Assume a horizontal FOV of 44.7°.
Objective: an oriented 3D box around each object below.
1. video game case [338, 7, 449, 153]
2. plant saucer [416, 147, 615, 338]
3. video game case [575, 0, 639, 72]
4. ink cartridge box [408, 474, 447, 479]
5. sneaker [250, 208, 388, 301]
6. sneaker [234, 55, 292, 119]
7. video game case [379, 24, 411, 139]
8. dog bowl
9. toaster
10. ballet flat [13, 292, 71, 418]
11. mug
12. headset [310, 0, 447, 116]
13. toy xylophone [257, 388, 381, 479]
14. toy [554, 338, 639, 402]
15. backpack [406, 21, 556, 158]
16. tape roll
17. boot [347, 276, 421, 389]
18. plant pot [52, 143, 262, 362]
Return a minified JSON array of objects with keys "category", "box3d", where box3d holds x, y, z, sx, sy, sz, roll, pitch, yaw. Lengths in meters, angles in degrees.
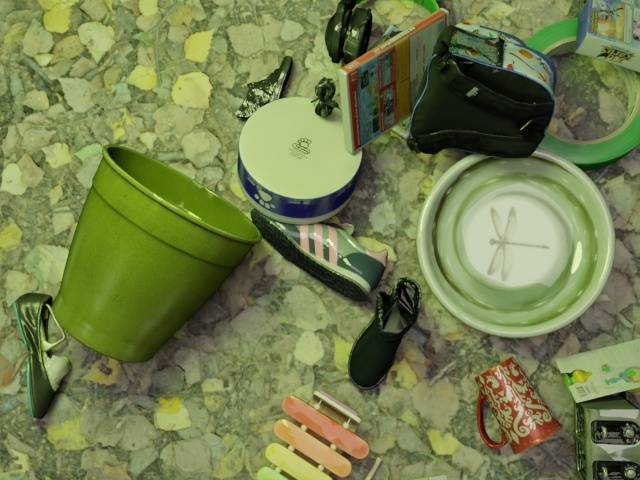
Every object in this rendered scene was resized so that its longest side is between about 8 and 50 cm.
[{"category":"video game case","box3d":[0.155,-0.325,1.588,0.285,0.204,0.025,-35,53,-23]},{"category":"plant saucer","box3d":[0.402,0.004,1.630,0.400,0.100,0.401,-1,82,7]},{"category":"video game case","box3d":[0.663,-0.464,1.620,0.244,0.061,0.270,17,57,-1]},{"category":"ink cartridge box","box3d":[0.180,0.549,1.581,0.180,0.060,0.104,-12,102,5]},{"category":"sneaker","box3d":[0.000,0.000,1.688,0.319,0.112,0.131,35,66,10]},{"category":"sneaker","box3d":[-0.127,-0.348,1.764,0.089,0.051,0.170,18,87,4]},{"category":"video game case","box3d":[0.175,-0.355,1.747,0.183,0.023,0.201,35,88,10]},{"category":"dog bowl","box3d":[-0.044,-0.172,1.656,0.264,0.104,0.265,3,62,-5]},{"category":"toaster","box3d":[0.566,0.394,1.526,0.110,0.185,0.168,-1,90,9]},{"category":"ballet flat","box3d":[-0.608,0.247,1.714,0.096,0.095,0.281,-12,81,-8]},{"category":"mug","box3d":[0.381,0.340,1.581,0.150,0.113,0.169,-29,77,0]},{"category":"headset","box3d":[0.111,-0.420,1.656,0.243,0.185,0.394,34,75,13]},{"category":"toy xylophone","box3d":[-0.012,0.480,1.617,0.236,0.081,0.323,23,85,9]},{"category":"toy","box3d":[0.613,0.270,1.577,0.237,0.137,0.056,-11,120,3]},{"category":"backpack","box3d":[0.331,-0.287,1.547,0.263,0.276,0.213,21,55,5]},{"category":"tape roll","box3d":[0.558,-0.312,1.671,0.321,0.077,0.321,-1,81,6]},{"category":"boot","box3d":[0.126,0.192,1.580,0.094,0.207,0.246,29,86,9]},{"category":"plant pot","box3d":[-0.365,0.048,1.609,0.366,0.366,0.353,33,99,10]}]
